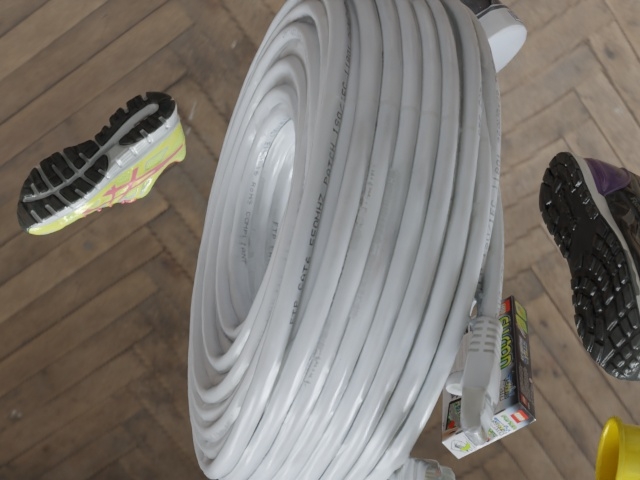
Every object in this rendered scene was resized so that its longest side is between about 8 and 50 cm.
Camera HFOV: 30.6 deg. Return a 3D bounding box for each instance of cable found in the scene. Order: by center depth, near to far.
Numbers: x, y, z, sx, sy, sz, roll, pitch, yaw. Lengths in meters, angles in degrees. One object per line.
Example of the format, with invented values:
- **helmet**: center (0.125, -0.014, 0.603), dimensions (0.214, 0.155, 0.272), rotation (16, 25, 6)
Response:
- **cable**: center (0.000, 0.000, 0.562), dimensions (0.089, 0.257, 0.257), rotation (13, 69, -16)

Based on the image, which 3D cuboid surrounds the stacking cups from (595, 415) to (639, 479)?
- **stacking cups**: center (0.453, 0.255, 1.212), dimensions (0.316, 0.096, 0.096), rotation (10, 110, 2)

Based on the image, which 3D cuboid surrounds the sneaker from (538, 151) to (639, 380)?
- **sneaker**: center (0.328, 0.019, 1.215), dimensions (0.124, 0.283, 0.107), rotation (7, 138, -17)

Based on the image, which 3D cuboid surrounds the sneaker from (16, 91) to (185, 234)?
- **sneaker**: center (-0.225, -0.064, 1.250), dimensions (0.209, 0.081, 0.094), rotation (-36, 143, -8)

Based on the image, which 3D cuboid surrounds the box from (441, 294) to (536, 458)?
- **box**: center (0.206, 0.166, 1.453), dimensions (0.114, 0.207, 0.036), rotation (-32, 116, 26)

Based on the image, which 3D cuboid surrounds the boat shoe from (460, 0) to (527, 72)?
- **boat shoe**: center (0.052, -0.146, 1.124), dimensions (0.301, 0.108, 0.102), rotation (-38, 68, -2)
